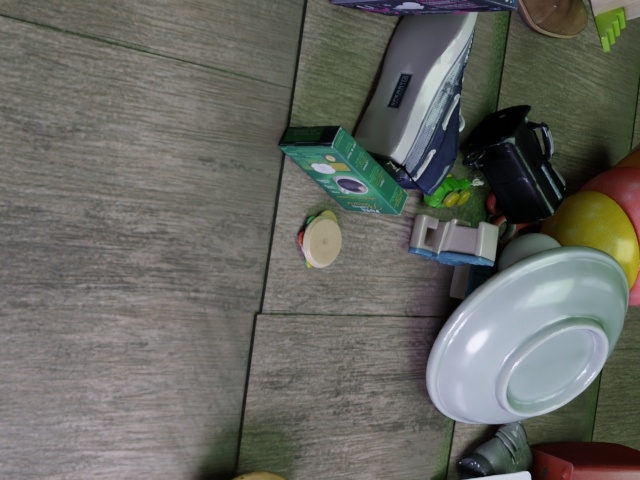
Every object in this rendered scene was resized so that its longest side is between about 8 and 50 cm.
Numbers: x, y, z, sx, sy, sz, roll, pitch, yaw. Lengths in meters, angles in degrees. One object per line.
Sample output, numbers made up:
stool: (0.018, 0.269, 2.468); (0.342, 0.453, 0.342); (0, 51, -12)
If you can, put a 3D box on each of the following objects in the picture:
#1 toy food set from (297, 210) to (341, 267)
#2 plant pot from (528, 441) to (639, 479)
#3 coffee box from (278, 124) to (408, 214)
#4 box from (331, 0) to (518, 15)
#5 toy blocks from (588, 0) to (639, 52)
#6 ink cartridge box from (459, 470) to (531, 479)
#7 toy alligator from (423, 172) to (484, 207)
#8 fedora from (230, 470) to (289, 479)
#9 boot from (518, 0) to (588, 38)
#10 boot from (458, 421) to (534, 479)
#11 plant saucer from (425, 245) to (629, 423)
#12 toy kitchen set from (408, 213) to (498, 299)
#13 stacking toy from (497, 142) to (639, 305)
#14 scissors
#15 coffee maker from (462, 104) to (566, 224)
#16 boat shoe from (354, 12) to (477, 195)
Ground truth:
toy food set: (0.000, 0.000, 1.644); (0.083, 0.020, 0.083); (-26, 115, -39)
plant pot: (0.509, 0.514, 2.061); (0.236, 0.267, 0.267); (17, 85, -18)
coffee box: (0.035, -0.103, 1.600); (0.184, 0.113, 0.040); (41, 65, -39)
box: (0.151, -0.416, 1.566); (0.142, 0.247, 0.163); (-1, 97, -46)
toy blocks: (0.560, -0.538, 1.850); (0.191, 0.261, 0.381); (47, 31, -61)
ink cartridge box: (0.301, 0.599, 1.907); (0.207, 0.119, 0.353); (-7, 104, -7)
toy alligator: (0.220, -0.081, 1.834); (0.051, 0.056, 0.190); (-53, 159, 26)
fedora: (-0.114, 0.411, 1.554); (0.194, 0.079, 0.194); (-6, 100, -38)
boot: (0.412, -0.445, 1.920); (0.305, 0.115, 0.112); (27, 74, -46)
boot: (0.350, 0.459, 2.022); (0.161, 0.083, 0.246); (-33, 118, -37)
plant saucer: (0.377, 0.193, 1.859); (0.401, 0.100, 0.400); (-16, 134, -18)
toy kitchen set: (0.257, 0.039, 1.803); (0.207, 0.166, 0.122); (14, 86, -45)
stacking toy: (0.519, 0.004, 2.012); (0.480, 0.351, 0.350); (-12, 106, -27)
scissors: (0.402, -0.051, 2.037); (0.297, 0.021, 0.108); (-7, 100, -45)
coffee maker: (0.331, -0.116, 1.882); (0.171, 0.120, 0.178); (-40, 114, -18)
boat shoe: (0.177, -0.234, 1.726); (0.158, 0.127, 0.340); (37, 79, -49)
